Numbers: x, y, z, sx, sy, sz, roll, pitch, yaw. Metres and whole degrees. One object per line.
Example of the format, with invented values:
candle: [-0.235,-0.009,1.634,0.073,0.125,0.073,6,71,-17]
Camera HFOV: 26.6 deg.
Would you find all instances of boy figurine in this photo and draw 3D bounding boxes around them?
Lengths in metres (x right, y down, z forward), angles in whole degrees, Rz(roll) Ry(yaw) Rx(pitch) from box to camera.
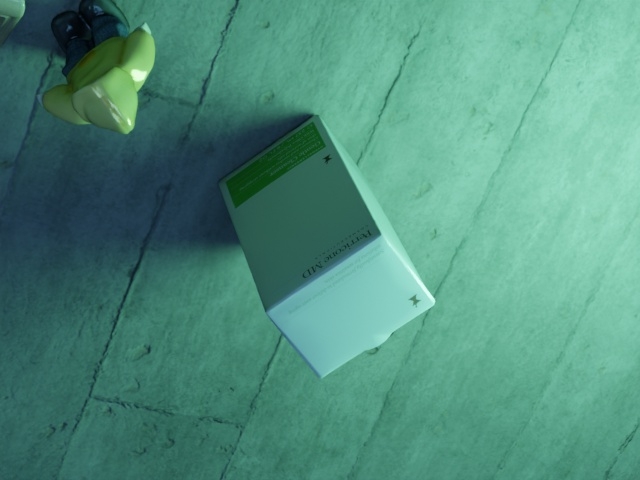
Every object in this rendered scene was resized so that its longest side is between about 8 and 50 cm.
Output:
boy figurine: [-0.295,-0.218,1.766,0.177,0.285,0.092,-30,123,7]

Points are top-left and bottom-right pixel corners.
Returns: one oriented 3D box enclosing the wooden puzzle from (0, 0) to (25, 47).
wooden puzzle: [-0.503,-0.299,1.726,0.221,0.238,0.044,10,77,-21]

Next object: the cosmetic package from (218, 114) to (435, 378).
cosmetic package: [0.000,0.000,1.923,0.197,0.365,0.155,-35,122,5]
